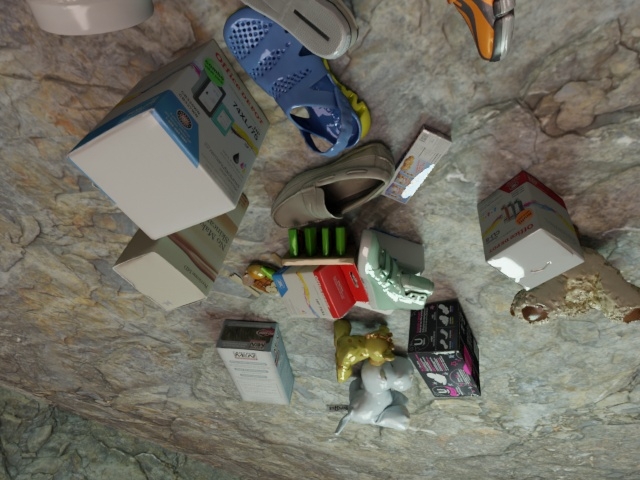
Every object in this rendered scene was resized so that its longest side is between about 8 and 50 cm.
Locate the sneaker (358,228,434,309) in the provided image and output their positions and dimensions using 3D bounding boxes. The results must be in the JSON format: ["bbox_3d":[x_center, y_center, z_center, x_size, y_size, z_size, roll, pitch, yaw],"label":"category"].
[{"bbox_3d":[0.169,0.065,0.936,0.151,0.094,0.256,-1,141,19],"label":"sneaker"}]

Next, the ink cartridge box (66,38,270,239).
[{"bbox_3d":[-0.246,-0.182,0.769,0.197,0.270,0.198,-17,129,25],"label":"ink cartridge box"}]

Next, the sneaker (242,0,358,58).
[{"bbox_3d":[-0.049,-0.378,0.661,0.258,0.091,0.094,46,125,-2],"label":"sneaker"}]

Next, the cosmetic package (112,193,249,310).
[{"bbox_3d":[-0.281,-0.019,0.921,0.129,0.296,0.153,-18,129,29],"label":"cosmetic package"}]

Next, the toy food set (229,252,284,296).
[{"bbox_3d":[-0.160,0.114,1.215,0.192,0.038,0.132,-28,124,33],"label":"toy food set"}]

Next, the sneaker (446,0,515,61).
[{"bbox_3d":[0.163,-0.395,0.592,0.180,0.124,0.321,-8,122,25],"label":"sneaker"}]

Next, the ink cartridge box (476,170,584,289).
[{"bbox_3d":[0.412,-0.019,0.861,0.127,0.176,0.128,30,133,-18],"label":"ink cartridge box"}]

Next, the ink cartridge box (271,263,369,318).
[{"bbox_3d":[-0.003,0.120,1.084,0.231,0.078,0.134,-9,110,45],"label":"ink cartridge box"}]

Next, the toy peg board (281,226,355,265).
[{"bbox_3d":[0.000,0.000,1.007,0.161,0.160,0.079,-1,102,7],"label":"toy peg board"}]

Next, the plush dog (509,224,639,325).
[{"bbox_3d":[0.554,0.104,0.980,0.262,0.211,0.225,-3,153,11],"label":"plush dog"}]

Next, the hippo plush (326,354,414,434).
[{"bbox_3d":[0.179,0.465,1.422,0.294,0.234,0.236,6,107,-15],"label":"hippo plush"}]

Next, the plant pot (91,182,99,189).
[{"bbox_3d":[-0.420,-0.155,0.957,0.109,0.096,0.109,32,133,-18],"label":"plant pot"}]

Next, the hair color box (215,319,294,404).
[{"bbox_3d":[-0.215,0.432,1.496,0.185,0.113,0.374,1,136,10],"label":"hair color box"}]

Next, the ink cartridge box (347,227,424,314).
[{"bbox_3d":[0.150,0.083,1.084,0.148,0.086,0.203,19,135,-6],"label":"ink cartridge box"}]

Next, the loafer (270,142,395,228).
[{"bbox_3d":[0.012,-0.095,0.914,0.319,0.111,0.112,-28,125,34],"label":"loafer"}]

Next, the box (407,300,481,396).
[{"bbox_3d":[0.352,0.311,1.218,0.142,0.163,0.247,-11,131,27],"label":"box"}]

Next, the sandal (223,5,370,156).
[{"bbox_3d":[-0.034,-0.262,0.742,0.317,0.138,0.126,38,132,-22],"label":"sandal"}]

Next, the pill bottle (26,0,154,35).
[{"bbox_3d":[-0.348,-0.474,0.538,0.210,0.210,0.363,6,136,6],"label":"pill bottle"}]

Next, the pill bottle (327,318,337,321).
[{"bbox_3d":[0.054,0.178,1.215,0.067,0.067,0.120,22,135,-11],"label":"pill bottle"}]

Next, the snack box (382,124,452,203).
[{"bbox_3d":[0.192,-0.150,0.885,0.064,0.022,0.178,21,135,-11],"label":"snack box"}]

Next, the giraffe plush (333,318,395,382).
[{"bbox_3d":[0.129,0.315,1.275,0.170,0.181,0.210,-3,152,-1],"label":"giraffe plush"}]
